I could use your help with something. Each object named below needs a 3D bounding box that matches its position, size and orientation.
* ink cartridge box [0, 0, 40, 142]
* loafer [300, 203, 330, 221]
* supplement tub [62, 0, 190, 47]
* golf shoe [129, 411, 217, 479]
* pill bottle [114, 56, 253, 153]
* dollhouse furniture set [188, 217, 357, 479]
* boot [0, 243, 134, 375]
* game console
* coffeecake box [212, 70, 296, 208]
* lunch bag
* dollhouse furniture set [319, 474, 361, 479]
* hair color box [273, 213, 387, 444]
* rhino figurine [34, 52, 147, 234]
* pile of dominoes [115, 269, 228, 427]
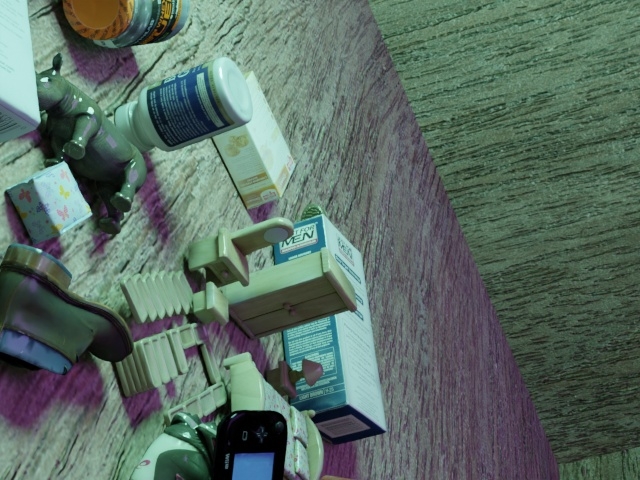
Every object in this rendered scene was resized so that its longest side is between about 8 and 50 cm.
[{"bbox_3d":[-0.409,-0.300,1.007,0.324,0.071,0.330,36,36,-61],"label":"ink cartridge box"},{"bbox_3d":[0.000,0.000,1.955,0.050,0.056,0.148,-48,129,-70],"label":"loafer"},{"bbox_3d":[-0.259,-0.318,1.386,0.190,0.117,0.117,-44,114,-70],"label":"supplement tub"},{"bbox_3d":[-0.140,0.331,1.196,0.120,0.105,0.273,-39,121,-39],"label":"golf shoe"},{"bbox_3d":[-0.184,-0.173,1.382,0.094,0.169,0.094,-18,90,-73],"label":"pill bottle"},{"bbox_3d":[-0.038,0.191,1.425,0.303,0.173,0.356,55,21,-48],"label":"dollhouse furniture set"},{"bbox_3d":[-0.272,0.102,1.063,0.219,0.082,0.106,56,46,-51],"label":"boot"},{"bbox_3d":[-0.100,0.363,1.115,0.213,0.044,0.361,14,81,-57],"label":"game console"},{"bbox_3d":[-0.118,-0.169,1.736,0.142,0.068,0.185,-72,140,-62],"label":"coffeecake box"},{"bbox_3d":[-0.292,-0.043,1.134,0.071,0.053,0.083,66,29,-13],"label":"lunch bag"},{"bbox_3d":[0.062,0.519,1.382,0.201,0.152,0.374,-43,122,-39],"label":"dollhouse furniture set"},{"bbox_3d":[0.014,0.152,1.760,0.174,0.105,0.347,46,32,-54],"label":"hair color box"},{"bbox_3d":[-0.283,-0.125,1.206,0.243,0.073,0.106,56,28,-37],"label":"rhino figurine"},{"bbox_3d":[-0.195,0.136,1.312,0.251,0.040,0.196,-3,76,-80],"label":"pile of dominoes"}]
